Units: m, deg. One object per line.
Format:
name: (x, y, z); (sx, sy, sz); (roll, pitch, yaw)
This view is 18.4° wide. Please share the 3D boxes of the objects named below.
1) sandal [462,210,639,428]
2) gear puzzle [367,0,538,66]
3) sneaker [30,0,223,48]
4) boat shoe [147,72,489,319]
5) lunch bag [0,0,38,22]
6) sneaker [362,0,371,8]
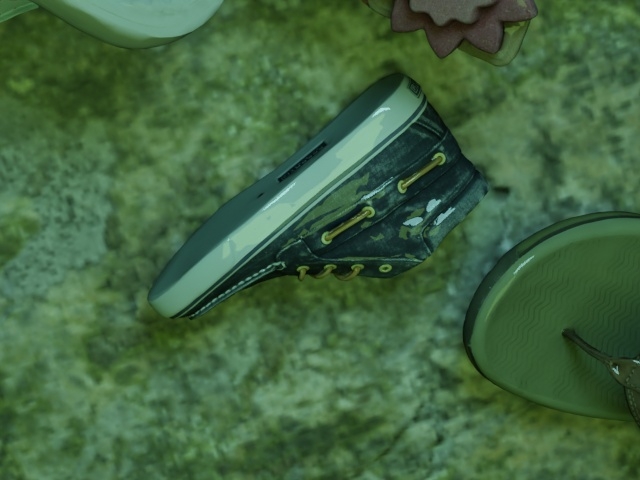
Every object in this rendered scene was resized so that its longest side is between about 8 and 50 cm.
sandal: (0.225, 0.072, 1.076); (0.303, 0.086, 0.120); (19, 105, -11)
gear puzzle: (-0.037, -0.215, 0.918); (0.339, 0.044, 0.175); (26, 118, 11)
sneaker: (-0.189, -0.225, 0.913); (0.366, 0.150, 0.135); (48, 67, -6)
boat shoe: (0.000, 0.000, 1.041); (0.183, 0.065, 0.083); (-39, 106, 6)
lunch bag: (-0.192, -0.137, 0.985); (0.083, 0.053, 0.071); (-25, 111, -8)
sneaker: (0.131, -0.249, 0.944); (0.321, 0.124, 0.180); (-25, 110, 2)
